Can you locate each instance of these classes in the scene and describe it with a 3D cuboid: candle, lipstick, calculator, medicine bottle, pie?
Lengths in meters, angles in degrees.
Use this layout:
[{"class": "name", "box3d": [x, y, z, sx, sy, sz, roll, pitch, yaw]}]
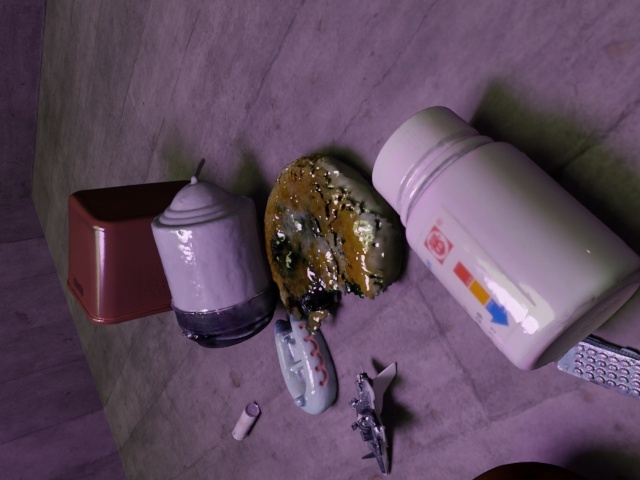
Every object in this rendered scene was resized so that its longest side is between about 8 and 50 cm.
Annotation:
[{"class": "candle", "box3d": [-0.217, 0.025, 1.154, 0.221, 0.221, 0.343, 15, 124, 51]}, {"class": "lipstick", "box3d": [-0.190, 0.461, 1.451, 0.040, 0.040, 0.141, 55, 140, 27]}, {"class": "calculator", "box3d": [0.342, 0.147, 0.633, 0.172, 0.018, 0.057, 17, 116, 49]}, {"class": "medicine bottle", "box3d": [0.193, -0.013, 0.649, 0.293, 0.170, 0.170, 52, 138, 29]}, {"class": "pie", "box3d": [0.000, 0.000, 1.004, 0.371, 0.078, 0.297, -37, 70, 54]}]

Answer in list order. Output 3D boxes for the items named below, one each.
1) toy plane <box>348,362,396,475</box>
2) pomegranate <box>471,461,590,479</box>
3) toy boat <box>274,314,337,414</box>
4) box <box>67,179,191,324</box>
[{"class": "toy plane", "box3d": [0.086, 0.316, 0.990, 0.160, 0.082, 0.234, -120, 30, -68]}, {"class": "pomegranate", "box3d": [0.229, 0.418, 0.619, 0.290, 0.290, 0.324, 36, 102, 43]}, {"class": "toy boat", "box3d": [-0.041, 0.247, 1.144, 0.134, 0.078, 0.208, -34, 72, 50]}, {"class": "box", "box3d": [-0.389, 0.009, 1.321, 0.239, 0.339, 0.230, 32, 123, 45]}]
